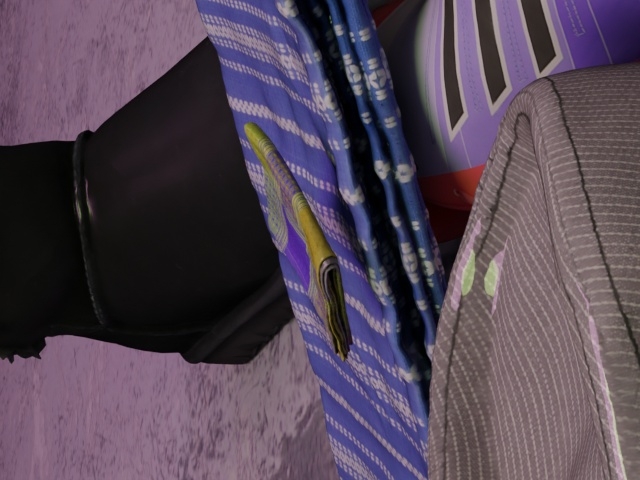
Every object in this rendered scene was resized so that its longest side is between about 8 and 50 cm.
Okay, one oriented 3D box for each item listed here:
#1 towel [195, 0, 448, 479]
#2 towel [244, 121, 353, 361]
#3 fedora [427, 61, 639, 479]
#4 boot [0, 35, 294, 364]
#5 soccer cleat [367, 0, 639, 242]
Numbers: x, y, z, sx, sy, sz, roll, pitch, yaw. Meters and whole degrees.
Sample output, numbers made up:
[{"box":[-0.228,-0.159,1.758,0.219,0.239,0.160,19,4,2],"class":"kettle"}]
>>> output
[{"box":[0.000,0.000,0.814,0.243,0.040,0.336,-141,33,-70],"class":"towel"},{"box":[-0.008,0.000,0.741,0.060,0.009,0.083,78,167,-51],"class":"towel"},{"box":[0.105,0.049,0.527,0.244,0.124,0.275,112,156,-46],"class":"fedora"},{"box":[-0.221,-0.031,1.065,0.367,0.445,0.146,120,149,-56],"class":"boot"},{"box":[0.080,-0.064,0.699,0.318,0.108,0.116,169,92,-74],"class":"soccer cleat"}]
